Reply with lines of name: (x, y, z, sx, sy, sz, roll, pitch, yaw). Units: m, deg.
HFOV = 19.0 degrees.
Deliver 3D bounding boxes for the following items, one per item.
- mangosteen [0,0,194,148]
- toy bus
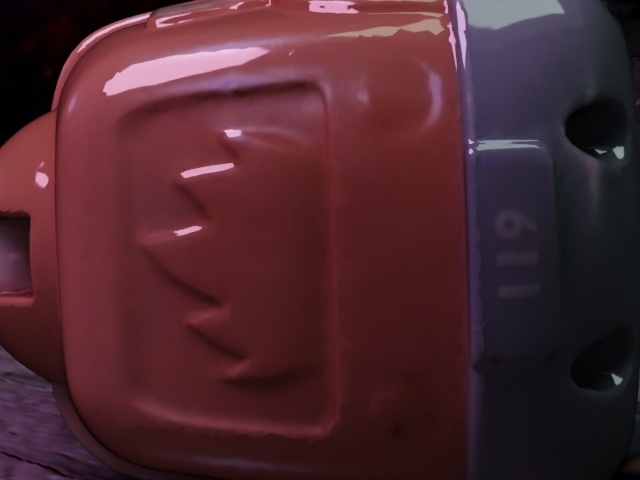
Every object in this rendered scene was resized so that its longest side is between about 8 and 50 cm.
mangosteen: (-0.135, -0.120, 0.979, 0.293, 0.297, 0.297, 11, 6, 2)
toy bus: (0.000, 0.000, 0.650, 0.232, 0.194, 0.287, -4, 5, -3)
